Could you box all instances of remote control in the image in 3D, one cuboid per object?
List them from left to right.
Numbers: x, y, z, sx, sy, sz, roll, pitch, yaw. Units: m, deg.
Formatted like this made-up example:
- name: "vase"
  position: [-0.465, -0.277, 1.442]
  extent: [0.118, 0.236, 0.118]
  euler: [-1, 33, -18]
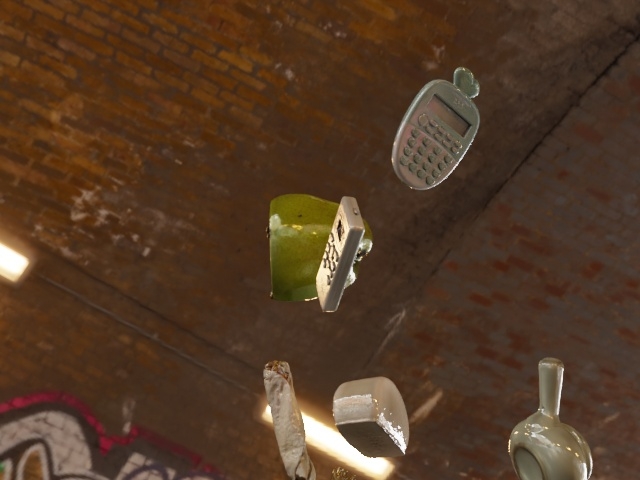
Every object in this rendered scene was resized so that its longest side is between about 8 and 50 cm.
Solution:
- name: "remote control"
  position: [0.028, 0.027, 1.086]
  extent: [0.029, 0.087, 0.190]
  euler: [6, -51, -14]

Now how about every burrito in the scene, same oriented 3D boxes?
- name: "burrito"
  position: [-0.091, 0.527, 1.958]
  extent: [0.076, 0.392, 0.117]
  euler: [8, -37, -38]

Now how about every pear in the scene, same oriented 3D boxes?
- name: "pear"
  position: [0.000, 0.000, 1.995]
  extent: [0.318, 0.342, 0.238]
  euler: [1, -49, -3]

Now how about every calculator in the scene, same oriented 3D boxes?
- name: "calculator"
  position: [0.267, -0.254, 1.523]
  extent: [0.184, 0.295, 0.042]
  euler: [33, -3, -28]

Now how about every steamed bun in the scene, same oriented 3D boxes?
- name: "steamed bun"
  position: [0.137, 0.457, 1.776]
  extent: [0.146, 0.164, 0.241]
  euler: [-14, -44, 24]

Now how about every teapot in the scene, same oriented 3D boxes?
- name: "teapot"
  position: [0.539, 0.456, 1.547]
  extent: [0.149, 0.220, 0.318]
  euler: [-14, -59, -20]

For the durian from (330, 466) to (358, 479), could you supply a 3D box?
- name: "durian"
  position: [0.106, 0.727, 1.751]
  extent: [0.112, 0.191, 0.341]
  euler: [-19, -81, -2]
